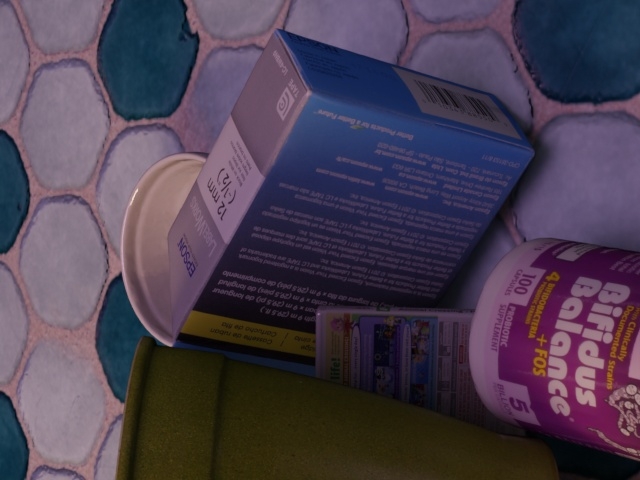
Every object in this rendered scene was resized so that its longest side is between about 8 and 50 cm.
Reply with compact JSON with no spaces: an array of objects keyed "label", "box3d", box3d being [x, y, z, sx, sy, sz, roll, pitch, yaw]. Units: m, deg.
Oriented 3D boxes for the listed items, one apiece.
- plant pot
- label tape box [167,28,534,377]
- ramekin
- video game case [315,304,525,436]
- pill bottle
[{"label":"plant pot","box3d":[0.014,0.271,1.399,0.366,0.353,0.366,-177,90,-88]},{"label":"label tape box","box3d":[0.000,0.000,1.552,0.348,0.249,0.115,-59,36,28]},{"label":"ramekin","box3d":[-0.105,0.010,1.762,0.207,0.109,0.207,1,92,43]},{"label":"video game case","box3d":[0.091,0.164,1.536,0.193,0.023,0.212,2,105,4]},{"label":"pill bottle","box3d":[0.282,0.098,1.353,0.301,0.169,0.169,10,98,43]}]
